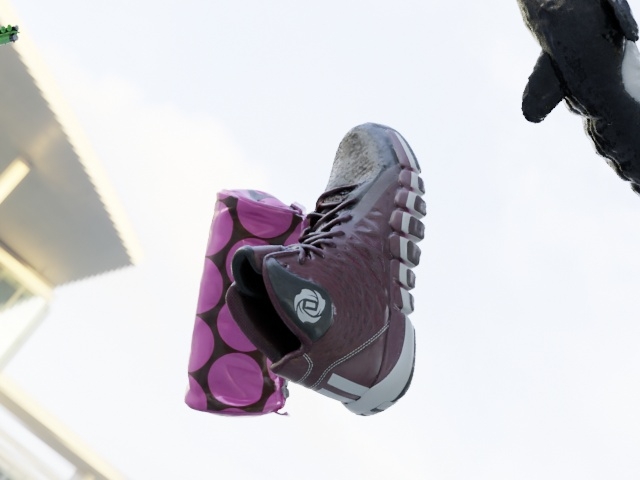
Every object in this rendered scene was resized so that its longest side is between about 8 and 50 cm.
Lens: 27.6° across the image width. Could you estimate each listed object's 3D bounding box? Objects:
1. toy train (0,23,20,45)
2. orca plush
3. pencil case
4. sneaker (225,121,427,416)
[{"bbox_3d":[-0.414,-0.259,1.662,0.083,0.017,0.024,-5,-90,36],"label":"toy train"},{"bbox_3d":[0.213,-0.114,1.075,0.151,0.102,0.287,-116,-179,-77],"label":"orca plush"},{"bbox_3d":[-0.063,0.058,1.194,0.098,0.209,0.095,6,-2,18],"label":"pencil case"},{"bbox_3d":[0.000,0.000,1.110,0.162,0.281,0.106,19,-35,-30],"label":"sneaker"}]
